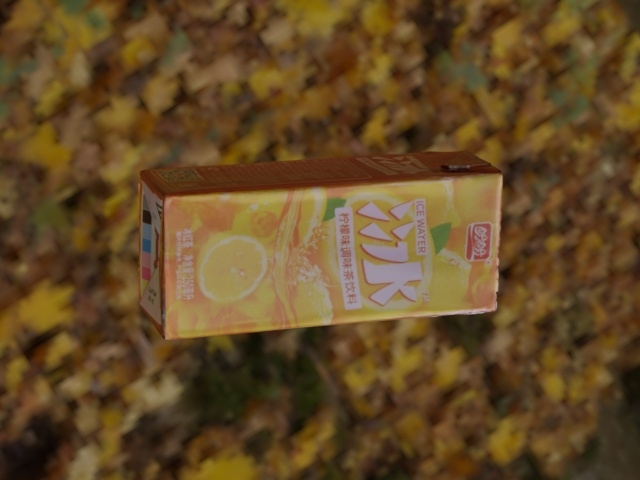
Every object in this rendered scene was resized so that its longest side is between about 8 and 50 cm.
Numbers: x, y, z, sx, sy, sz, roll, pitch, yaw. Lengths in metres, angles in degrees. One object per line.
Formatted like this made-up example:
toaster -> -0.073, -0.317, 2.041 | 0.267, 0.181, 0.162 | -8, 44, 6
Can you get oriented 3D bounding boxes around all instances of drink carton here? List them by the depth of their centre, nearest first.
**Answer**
drink carton -> 0.000, 0.000, 1.237 | 0.223, 0.096, 0.071 | -3, -163, -19
